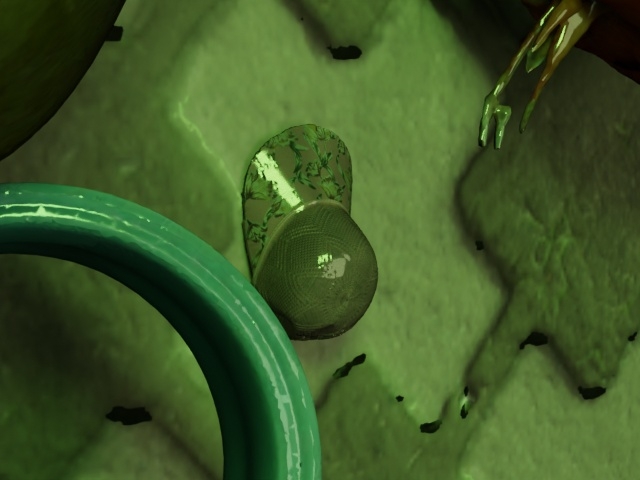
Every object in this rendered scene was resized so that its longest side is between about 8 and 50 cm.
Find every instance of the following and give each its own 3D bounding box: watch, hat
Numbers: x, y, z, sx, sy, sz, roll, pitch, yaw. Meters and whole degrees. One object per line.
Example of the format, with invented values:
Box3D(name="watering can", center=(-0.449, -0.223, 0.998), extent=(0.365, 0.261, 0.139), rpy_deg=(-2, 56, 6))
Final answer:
Box3D(name="watch", center=(-0.099, 0.085, 0.489), extent=(0.211, 0.211, 0.193), rpy_deg=(-4, 85, -43))
Box3D(name="hat", center=(0.002, -0.003, 0.655), extent=(0.058, 0.042, 0.087), rpy_deg=(15, 82, -44))

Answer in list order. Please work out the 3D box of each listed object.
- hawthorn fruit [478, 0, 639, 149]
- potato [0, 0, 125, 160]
Box3D(name="hawthorn fruit", center=(0.149, -0.154, 0.685), extent=(0.299, 0.211, 0.211), rpy_deg=(-47, 124, -13))
Box3D(name="potato", center=(-0.108, -0.157, 0.439), extent=(0.173, 0.210, 0.307), rpy_deg=(13, 73, -2))
